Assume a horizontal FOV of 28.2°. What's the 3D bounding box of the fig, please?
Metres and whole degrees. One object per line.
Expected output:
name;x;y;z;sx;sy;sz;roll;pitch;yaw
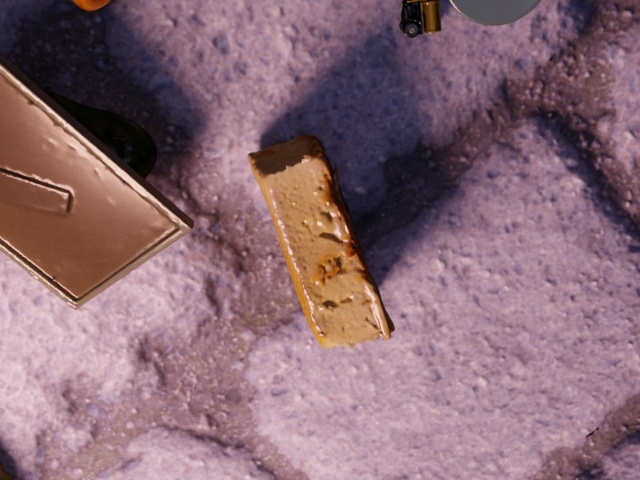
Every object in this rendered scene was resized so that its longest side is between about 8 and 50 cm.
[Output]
fig;-0.306;-0.132;1.691;0.177;0.117;0.117;36;100;-12

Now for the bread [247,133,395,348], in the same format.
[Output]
bread;0.000;0.000;1.717;0.114;0.185;0.275;-22;106;-4

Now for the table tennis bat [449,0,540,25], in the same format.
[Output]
table tennis bat;0.250;-0.406;1.693;0.152;0.040;0.244;14;108;-9

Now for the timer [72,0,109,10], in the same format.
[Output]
timer;-0.330;-0.384;1.624;0.152;0.132;0.132;29;103;11

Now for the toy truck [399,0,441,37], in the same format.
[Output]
toy truck;0.132;-0.317;1.703;0.054;0.049;0.083;-8;108;-3

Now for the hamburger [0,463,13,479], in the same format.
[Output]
hamburger;-0.525;0.402;1.823;0.189;0.122;0.215;-11;109;-3

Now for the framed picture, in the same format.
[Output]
framed picture;-0.366;-0.065;1.662;0.247;0.022;0.335;-33;118;30
